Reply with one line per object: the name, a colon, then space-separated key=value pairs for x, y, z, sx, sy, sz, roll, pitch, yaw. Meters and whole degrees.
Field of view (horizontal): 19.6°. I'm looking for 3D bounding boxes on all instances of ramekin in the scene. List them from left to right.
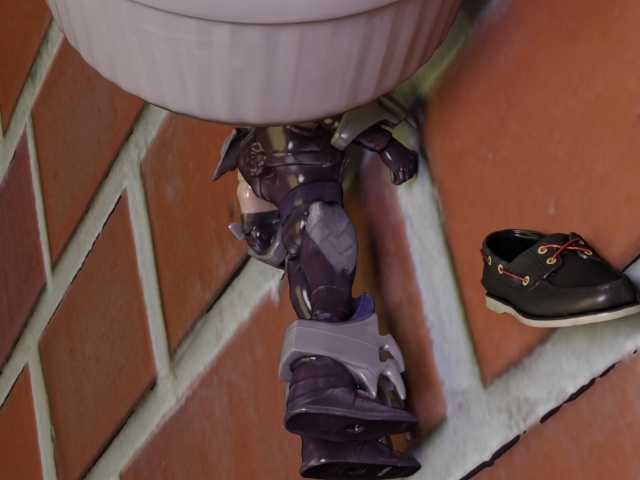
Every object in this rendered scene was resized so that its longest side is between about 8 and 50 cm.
ramekin: x=-0.034 y=-0.179 z=1.003 sx=0.127 sy=0.273 sz=0.273 roll=95 pitch=160 yaw=-50

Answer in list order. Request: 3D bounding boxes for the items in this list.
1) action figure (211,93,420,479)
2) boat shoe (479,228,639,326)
action figure: x=0.000 y=0.000 z=1.142 sx=0.185 sy=0.099 sz=0.285 roll=114 pitch=150 yaw=-59
boat shoe: x=0.115 y=0.018 z=0.917 sx=0.133 sy=0.049 sz=0.042 roll=-162 pitch=64 yaw=-71
